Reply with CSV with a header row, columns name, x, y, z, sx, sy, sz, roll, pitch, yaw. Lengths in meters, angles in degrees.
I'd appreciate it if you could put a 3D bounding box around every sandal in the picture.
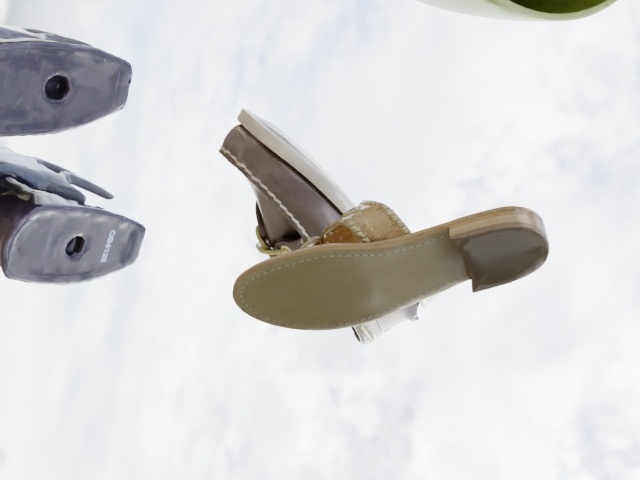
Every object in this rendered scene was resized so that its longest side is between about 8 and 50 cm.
name,x,y,z,sx,sy,sz,roll,pitch,yaw
sandal,0.052,0.004,0.786,0.079,0.240,0.088,-90,163,-47

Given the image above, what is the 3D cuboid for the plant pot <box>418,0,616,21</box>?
name,x,y,z,sx,sy,sz,roll,pitch,yaw
plant pot,0.157,-0.350,1.061,0.293,0.275,0.275,-171,-92,-66

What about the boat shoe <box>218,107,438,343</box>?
name,x,y,z,sx,sy,sz,roll,pitch,yaw
boat shoe,0.000,0.000,0.940,0.097,0.324,0.116,-43,-131,3

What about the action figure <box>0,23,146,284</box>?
name,x,y,z,sx,sy,sz,roll,pitch,yaw
action figure,-0.207,-0.076,0.448,0.285,0.099,0.185,27,-63,28
